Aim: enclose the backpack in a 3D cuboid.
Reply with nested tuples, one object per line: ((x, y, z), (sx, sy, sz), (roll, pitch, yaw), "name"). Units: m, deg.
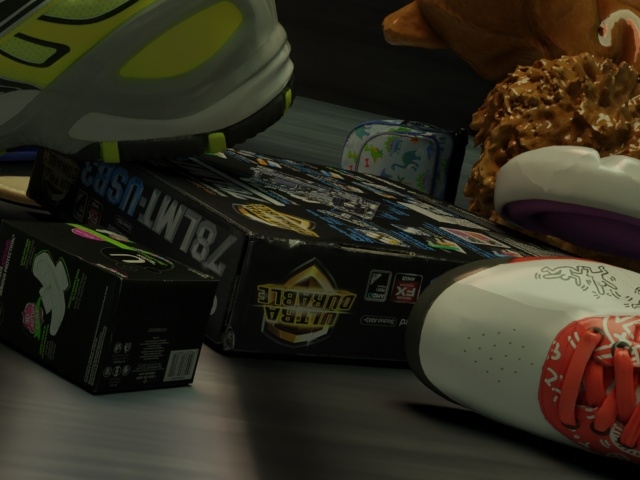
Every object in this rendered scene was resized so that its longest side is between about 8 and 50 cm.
((0.076, -0.070, 1.241), (0.114, 0.105, 0.084), (13, 7, 24), "backpack")

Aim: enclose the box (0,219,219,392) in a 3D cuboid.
((-0.099, 0.027, 0.555), (0.083, 0.052, 0.062), (23, 12, 36), "box")

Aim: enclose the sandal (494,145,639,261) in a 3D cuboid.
((0.313, 0.040, 0.861), (0.416, 0.102, 0.169), (16, -9, 0), "sandal")

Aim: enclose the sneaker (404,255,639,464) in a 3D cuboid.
((0.180, 0.075, 0.578), (0.270, 0.090, 0.145), (16, 6, -9), "sneaker")

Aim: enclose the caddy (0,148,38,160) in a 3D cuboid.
((-0.326, -0.168, 1.013), (0.241, 0.179, 0.341), (41, 15, 10), "caddy")

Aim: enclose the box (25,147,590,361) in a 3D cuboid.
((0.000, 0.000, 0.809), (0.293, 0.073, 0.295), (6, 12, -35), "box")

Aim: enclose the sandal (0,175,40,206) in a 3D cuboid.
((-0.131, -0.060, 0.941), (0.240, 0.079, 0.088), (8, 11, -35), "sandal")

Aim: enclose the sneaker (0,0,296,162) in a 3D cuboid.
((-0.210, -0.127, 0.750), (0.384, 0.147, 0.145), (-6, 26, 6), "sneaker")

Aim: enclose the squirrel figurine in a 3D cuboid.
((0.242, -0.131, 1.130), (0.370, 0.281, 0.397), (43, 29, -21), "squirrel figurine")
